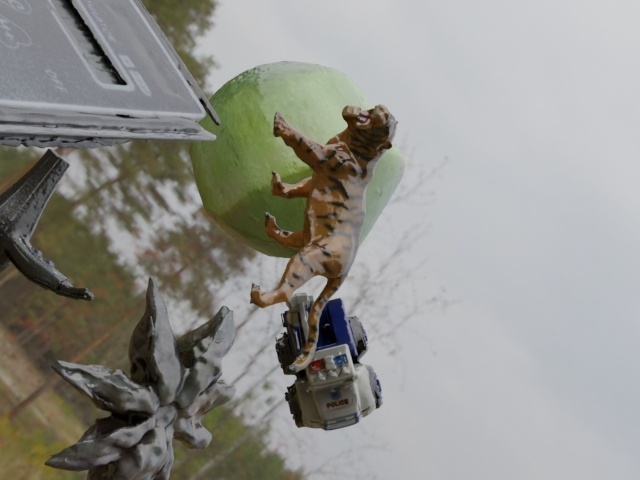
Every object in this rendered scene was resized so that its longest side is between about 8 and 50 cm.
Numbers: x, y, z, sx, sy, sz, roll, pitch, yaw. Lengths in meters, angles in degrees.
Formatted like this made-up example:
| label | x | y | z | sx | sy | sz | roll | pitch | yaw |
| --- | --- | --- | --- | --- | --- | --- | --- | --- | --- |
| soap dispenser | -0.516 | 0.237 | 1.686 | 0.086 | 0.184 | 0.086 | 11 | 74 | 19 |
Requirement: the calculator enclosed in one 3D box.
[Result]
| label | x | y | z | sx | sy | sz | roll | pitch | yaw |
| --- | --- | --- | --- | --- | --- | --- | --- | --- | --- |
| calculator | -0.151 | -0.106 | 0.425 | 0.166 | 0.028 | 0.274 | 54 | 23 | 13 |

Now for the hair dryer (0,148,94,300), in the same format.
| label | x | y | z | sx | sy | sz | roll | pitch | yaw |
| --- | --- | --- | --- | --- | --- | --- | --- | --- | --- |
| hair dryer | -0.337 | 0.006 | 1.294 | 0.219 | 0.195 | 0.075 | 34 | -6 | 30 |

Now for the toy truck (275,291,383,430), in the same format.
| label | x | y | z | sx | sy | sz | roll | pitch | yaw |
| --- | --- | --- | --- | --- | --- | --- | --- | --- | --- |
| toy truck | 0.009 | 0.196 | 1.716 | 0.177 | 0.161 | 0.213 | 84 | -9 | -65 |

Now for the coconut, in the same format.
| label | x | y | z | sx | sy | sz | roll | pitch | yaw |
| --- | --- | --- | --- | --- | --- | --- | --- | --- | --- |
| coconut | -0.031 | -0.104 | 1.566 | 0.328 | 0.328 | 0.281 | 50 | -53 | 3 |

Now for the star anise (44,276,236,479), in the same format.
| label | x | y | z | sx | sy | sz | roll | pitch | yaw |
| --- | --- | --- | --- | --- | --- | --- | --- | --- | --- |
| star anise | -0.134 | 0.127 | 0.816 | 0.061 | 0.204 | 0.181 | 20 | -40 | 42 |

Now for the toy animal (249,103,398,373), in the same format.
| label | x | y | z | sx | sy | sz | roll | pitch | yaw |
| --- | --- | --- | --- | --- | --- | --- | --- | --- | --- |
| toy animal | 0.000 | 0.000 | 0.978 | 0.116 | 0.255 | 0.114 | 7 | -11 | 0 |
